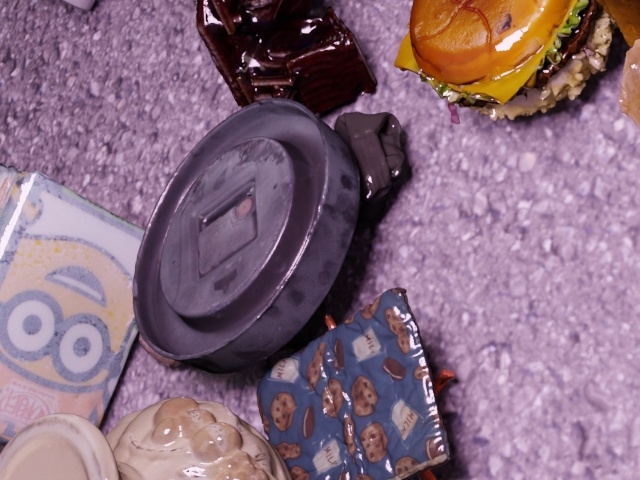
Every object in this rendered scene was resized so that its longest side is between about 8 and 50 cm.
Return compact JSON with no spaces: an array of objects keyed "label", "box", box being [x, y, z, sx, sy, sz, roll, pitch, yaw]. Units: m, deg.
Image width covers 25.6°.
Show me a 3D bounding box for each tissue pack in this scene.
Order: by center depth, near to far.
[{"label":"tissue pack","box":[-0.339,0.094,1.683,0.128,0.228,0.311,8,72,52]}]

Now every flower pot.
[{"label":"flower pot","box":[-0.192,0.299,1.430,0.307,0.244,0.308,-17,64,38]}]

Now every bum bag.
[{"label":"bum bag","box":[0.000,0.000,1.583,0.326,0.079,0.142,-59,39,2]}]

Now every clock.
[{"label":"clock","box":[-0.086,-0.005,1.566,0.319,0.066,0.319,-31,44,34]}]

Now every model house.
[{"label":"model house","box":[-0.040,-0.235,1.664,0.164,0.203,0.141,10,52,51]}]

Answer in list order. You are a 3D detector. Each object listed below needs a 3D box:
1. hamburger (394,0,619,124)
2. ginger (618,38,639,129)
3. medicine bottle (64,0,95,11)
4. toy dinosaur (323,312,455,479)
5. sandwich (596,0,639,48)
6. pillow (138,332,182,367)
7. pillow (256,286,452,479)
[{"label":"hamburger","box":[0.201,-0.233,1.499,0.243,0.138,0.261,-55,43,0]},{"label":"ginger","box":[0.367,-0.111,1.346,0.133,0.059,0.214,-31,63,29]},{"label":"medicine bottle","box":[-0.345,-0.508,2.014,0.245,0.245,0.306,35,98,44]},{"label":"toy dinosaur","box":[0.091,0.164,1.436,0.279,0.055,0.101,43,106,42]},{"label":"sandwich","box":[0.332,-0.296,1.381,0.065,0.214,0.186,18,81,43]},{"label":"pillow","box":[-0.148,0.038,1.701,0.130,0.038,0.233,24,85,52]},{"label":"pillow","box":[0.026,0.177,1.442,0.255,0.034,0.189,-36,56,40]}]
